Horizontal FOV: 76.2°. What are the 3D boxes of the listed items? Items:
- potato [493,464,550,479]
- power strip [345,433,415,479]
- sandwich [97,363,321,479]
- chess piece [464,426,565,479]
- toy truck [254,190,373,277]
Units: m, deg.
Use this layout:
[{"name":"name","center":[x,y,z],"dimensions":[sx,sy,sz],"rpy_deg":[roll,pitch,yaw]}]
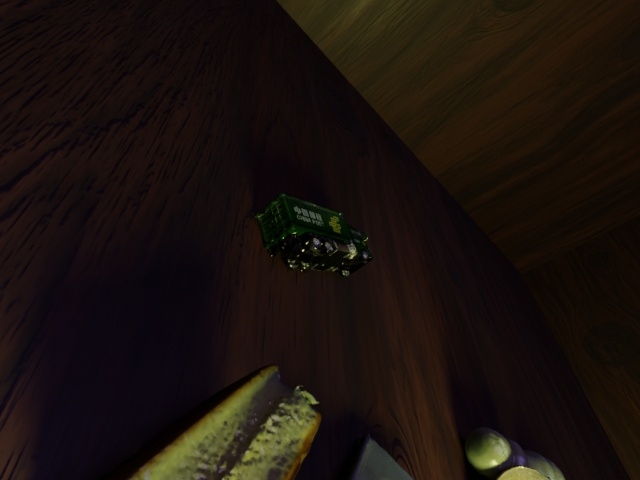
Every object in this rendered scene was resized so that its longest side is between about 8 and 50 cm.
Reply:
[{"name":"potato","center":[0.397,0.564,0.786],"dimensions":[0.202,0.182,0.117],"rpy_deg":[-109,-175,-45]},{"name":"power strip","center":[0.105,0.397,0.550],"dimensions":[0.213,0.064,0.198],"rpy_deg":[43,11,11]},{"name":"sandwich","center":[-0.101,0.218,0.371],"dimensions":[0.122,0.128,0.235],"rpy_deg":[54,25,7]},{"name":"chess piece","center":[0.420,0.501,0.904],"dimensions":[0.243,0.133,0.133],"rpy_deg":[40,30,-19]},{"name":"toy truck","center":[0.000,0.000,0.826],"dimensions":[0.259,0.088,0.121],"rpy_deg":[14,47,-51]}]
